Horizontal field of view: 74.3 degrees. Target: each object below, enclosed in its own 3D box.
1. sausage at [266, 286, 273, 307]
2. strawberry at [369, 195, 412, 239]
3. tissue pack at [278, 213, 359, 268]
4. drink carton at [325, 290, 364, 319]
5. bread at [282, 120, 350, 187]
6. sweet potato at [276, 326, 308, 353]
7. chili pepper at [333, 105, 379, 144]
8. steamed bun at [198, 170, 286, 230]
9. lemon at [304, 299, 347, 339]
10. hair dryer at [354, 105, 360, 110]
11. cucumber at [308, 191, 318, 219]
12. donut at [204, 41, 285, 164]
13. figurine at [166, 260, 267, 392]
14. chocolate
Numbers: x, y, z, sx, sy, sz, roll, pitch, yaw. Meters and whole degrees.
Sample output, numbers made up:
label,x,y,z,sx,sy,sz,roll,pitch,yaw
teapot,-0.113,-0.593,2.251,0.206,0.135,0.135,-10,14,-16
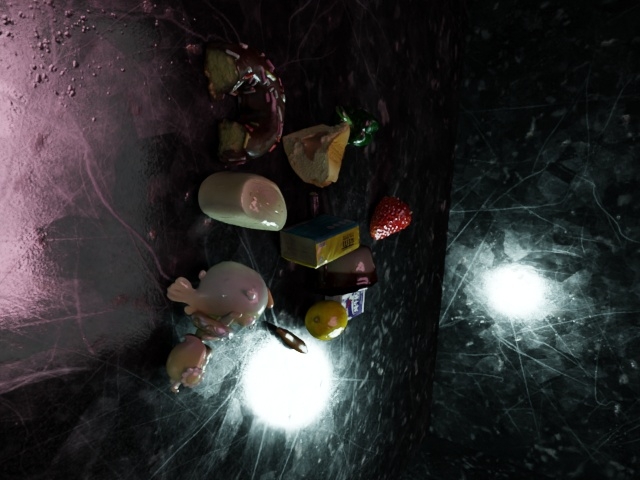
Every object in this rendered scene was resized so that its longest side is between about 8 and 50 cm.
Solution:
label,x,y,z,sx,sy,sz,roll,pitch,yaw
sausage,-0.192,0.206,1.525,0.034,0.034,0.083,-45,132,-45
strawberry,0.350,-0.109,2.231,0.244,0.205,0.205,-46,138,-13
tissue pack,0.000,0.000,1.611,0.271,0.192,0.134,-22,120,-45
drink carton,0.112,0.288,1.980,0.222,0.102,0.134,-11,109,-55
bread,0.003,-0.314,1.584,0.224,0.184,0.211,-41,131,-44
sweet potato,-0.110,0.400,1.683,0.264,0.057,0.057,50,55,-46
chili pepper,0.131,-0.484,1.778,0.261,0.174,0.165,-9,130,-59
steamed bun,-0.215,-0.122,1.254,0.250,0.200,0.154,18,80,-61
lemon,0.027,0.335,1.785,0.207,0.170,0.169,7,90,-57
hair dryer,0.163,-0.569,1.942,0.047,0.026,0.083,-43,139,-43
cucumber,-0.028,-0.116,1.720,0.039,0.043,0.163,-111,-159,-66
donut,-0.208,-0.404,1.271,0.259,0.136,0.344,-21,116,-52
figurine,-0.333,0.232,1.210,0.275,0.227,0.394,34,77,-23
chocolate,0.094,0.110,1.788,0.284,0.284,0.186,-21,98,-55
